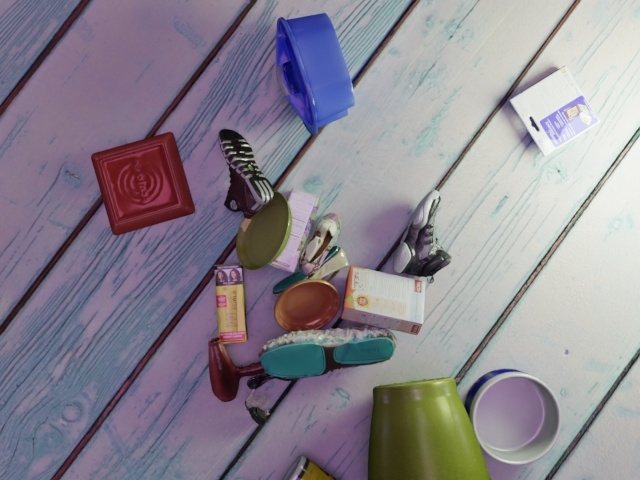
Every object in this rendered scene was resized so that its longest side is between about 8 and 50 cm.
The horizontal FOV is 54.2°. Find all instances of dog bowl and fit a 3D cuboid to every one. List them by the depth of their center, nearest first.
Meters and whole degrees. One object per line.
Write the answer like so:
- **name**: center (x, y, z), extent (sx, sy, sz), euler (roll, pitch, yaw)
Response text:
- **dog bowl**: center (0.565, 0.517, 1.855), extent (0.264, 0.104, 0.265), euler (0, 89, -2)

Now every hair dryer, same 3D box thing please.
- **hair dryer**: center (-0.221, 0.383, 1.844), extent (0.293, 0.080, 0.224), euler (38, 85, -20)

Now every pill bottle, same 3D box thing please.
- **pill bottle**: center (-0.004, 0.735, 1.826), extent (0.208, 0.119, 0.119), euler (36, 88, -1)

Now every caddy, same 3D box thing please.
- **caddy**: center (-0.035, -0.475, 1.790), extent (0.179, 0.241, 0.342), euler (-18, 89, -8)

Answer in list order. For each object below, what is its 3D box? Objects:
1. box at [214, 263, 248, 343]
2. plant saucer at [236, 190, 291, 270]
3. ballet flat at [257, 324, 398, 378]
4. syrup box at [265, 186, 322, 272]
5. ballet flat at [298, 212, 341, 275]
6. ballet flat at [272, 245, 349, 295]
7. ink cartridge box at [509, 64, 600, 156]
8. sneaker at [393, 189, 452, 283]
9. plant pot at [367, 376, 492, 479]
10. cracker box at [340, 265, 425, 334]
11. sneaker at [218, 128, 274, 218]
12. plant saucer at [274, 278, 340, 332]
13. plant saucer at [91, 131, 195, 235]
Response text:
- **box**: center (-0.266, 0.186, 1.858), extent (0.087, 0.058, 0.233), euler (-3, 90, -2)
- **plant saucer**: center (-0.157, -0.025, 1.807), extent (0.037, 0.241, 0.241), euler (23, 88, -38)
- **ballet flat**: center (0.019, 0.314, 1.827), extent (0.408, 0.147, 0.147), euler (-4, 89, -8)
- **syrup box**: center (-0.080, -0.029, 1.850), extent (0.096, 0.093, 0.237), euler (20, 88, -2)
- **ballet flat**: center (0.000, 0.000, 1.824), extent (0.076, 0.079, 0.222), euler (22, 66, 16)
- **ballet flat**: center (-0.023, 0.113, 1.862), extent (0.248, 0.086, 0.086), euler (-33, 90, -3)
- **ink cartridge box**: center (0.707, -0.391, 1.905), extent (0.208, 0.045, 0.206), euler (-31, 90, -3)
- **sneaker**: center (0.330, -0.006, 1.863), extent (0.153, 0.101, 0.269), euler (24, 94, -2)
- **plant pot**: center (0.284, 0.570, 1.746), extent (0.366, 0.366, 0.353), euler (-7, 78, -2)
- **cracker box**: center (0.184, 0.174, 1.828), extent (0.232, 0.067, 0.156), euler (12, 49, 1)
- **sneaker**: center (-0.257, -0.184, 1.849), extent (0.162, 0.106, 0.281), euler (-47, 61, 35)
- **plant saucer**: center (-0.041, 0.188, 1.832), extent (0.199, 0.037, 0.200), euler (-9, 127, -12)
- **plant saucer**: center (-0.533, -0.172, 1.863), extent (0.258, 0.048, 0.259), euler (-16, 89, -1)
